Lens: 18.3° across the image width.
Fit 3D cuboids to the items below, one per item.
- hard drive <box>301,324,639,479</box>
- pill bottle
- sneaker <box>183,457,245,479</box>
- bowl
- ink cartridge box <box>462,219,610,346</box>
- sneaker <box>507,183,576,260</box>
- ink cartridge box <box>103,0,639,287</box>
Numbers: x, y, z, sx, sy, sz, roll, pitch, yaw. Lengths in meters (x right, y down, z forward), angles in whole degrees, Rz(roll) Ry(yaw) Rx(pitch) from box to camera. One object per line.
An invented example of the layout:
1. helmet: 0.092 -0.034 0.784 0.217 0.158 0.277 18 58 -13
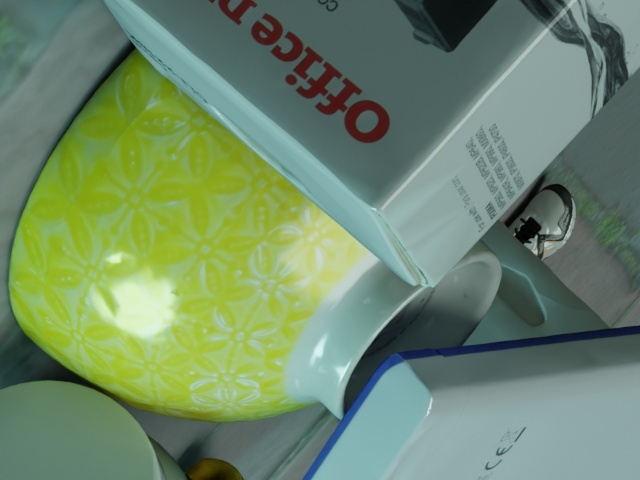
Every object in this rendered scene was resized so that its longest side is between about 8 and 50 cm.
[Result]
1. hard drive: 0.102 0.137 1.120 0.319 0.040 0.210 -2 133 -48
2. pill bottle: -0.134 0.186 1.107 0.153 0.153 0.264 -41 157 -17
3. sneaker: -0.130 0.219 1.285 0.225 0.088 0.092 -42 151 -35
4. bowl: 0.000 0.000 1.025 0.289 0.156 0.289 -36 155 -20
5. ink cartridge box: 0.109 0.109 1.368 0.117 0.201 0.278 -39 156 -14
6. sneaker: 0.153 0.004 1.497 0.044 0.040 0.109 -7 134 -57
7. ink cartridge box: 0.056 -0.147 0.843 0.273 0.197 0.114 -48 157 -2
